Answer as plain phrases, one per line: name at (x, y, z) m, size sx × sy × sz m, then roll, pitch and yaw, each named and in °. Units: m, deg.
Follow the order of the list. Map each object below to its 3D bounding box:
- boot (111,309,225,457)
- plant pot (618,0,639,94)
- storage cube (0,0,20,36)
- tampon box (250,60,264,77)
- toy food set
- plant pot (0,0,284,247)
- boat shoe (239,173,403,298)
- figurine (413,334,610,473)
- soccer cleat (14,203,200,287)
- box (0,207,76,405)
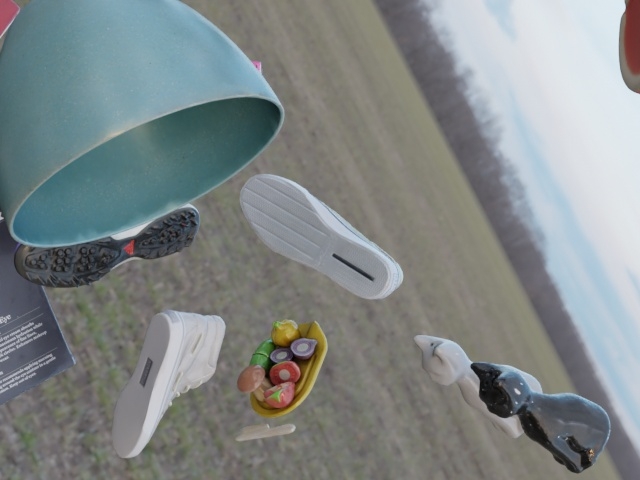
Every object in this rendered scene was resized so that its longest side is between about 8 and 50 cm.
boot at (-0.230, 0.228, 1.787) m, size 0.123 × 0.258 × 0.095 m, roll 7°, pitch 26°, yaw -41°
plant pot at (0.495, -0.254, 1.330) m, size 0.275 × 0.243 × 0.274 m, roll -173°, pitch -90°, yaw -86°
storage cube at (-0.583, -0.306, 1.631) m, size 0.193 × 0.215 × 0.183 m, roll 44°, pitch 38°, yaw -25°
tampon box at (-0.183, -0.245, 1.922) m, size 0.101 × 0.161 × 0.120 m, roll 43°, pitch 55°, yaw -88°
toy food set at (-0.073, 0.205, 1.813) m, size 0.071 × 0.128 × 0.218 m, roll 48°, pitch 49°, yaw -35°
plant pot at (-0.208, -0.146, 1.141) m, size 0.195 × 0.290 × 0.290 m, roll 63°, pitch 8°, yaw 12°
boat shoe at (0.000, 0.000, 1.841) m, size 0.302 × 0.109 × 0.094 m, roll 38°, pitch 9°, yaw 17°
figurine at (0.237, 0.197, 1.499) m, size 0.209 × 0.092 × 0.215 m, roll 33°, pitch -6°, yaw -32°
soccer cleat at (-0.339, -0.013, 1.754) m, size 0.116 × 0.318 × 0.108 m, roll 36°, pitch -52°, yaw 35°
box at (-0.624, 0.127, 1.834) m, size 0.179 × 0.343 × 0.312 m, roll 16°, pitch -52°, yaw 53°
